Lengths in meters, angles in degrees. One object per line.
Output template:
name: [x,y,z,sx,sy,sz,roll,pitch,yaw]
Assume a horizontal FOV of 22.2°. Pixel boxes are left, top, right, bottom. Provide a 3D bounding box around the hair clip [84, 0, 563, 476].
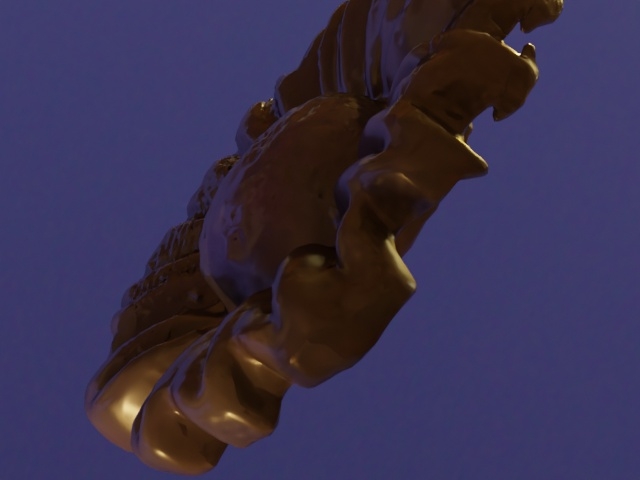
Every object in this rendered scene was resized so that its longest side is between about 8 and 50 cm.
hair clip: [-0.006,-0.004,0.515,0.069,0.300,0.173,32,-98,1]
